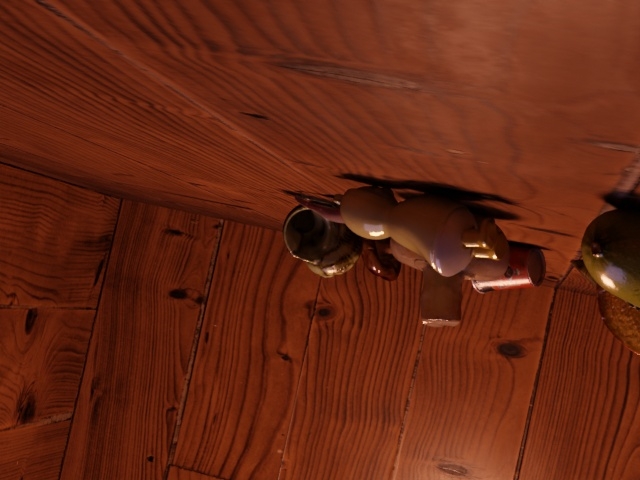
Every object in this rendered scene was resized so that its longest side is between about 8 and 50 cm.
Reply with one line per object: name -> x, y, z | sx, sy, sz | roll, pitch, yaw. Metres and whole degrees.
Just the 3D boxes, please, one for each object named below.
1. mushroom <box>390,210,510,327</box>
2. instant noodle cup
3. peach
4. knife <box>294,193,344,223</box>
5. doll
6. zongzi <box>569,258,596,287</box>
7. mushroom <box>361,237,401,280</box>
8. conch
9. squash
mushroom -> 0.227, 0.036, 1.592 | 0.206, 0.209, 0.206 | -13, -174, 1
instant noodle cup -> 0.418, 0.059, 2.044 | 0.136, 0.127, 0.127 | 0, 170, 39
peach -> 0.484, 0.079, 1.281 | 0.192, 0.190, 0.190 | 7, 178, -9
knife -> 0.058, -0.059, 1.847 | 0.123, 0.053, 0.278 | 7, -179, -27
doll -> 0.144, -0.032, 1.446 | 0.296, 0.117, 0.141 | 27, 179, 31
zongzi -> 0.674, 0.092, 1.882 | 0.248, 0.111, 0.241 | 7, -161, -34
mushroom -> 0.226, 0.026, 2.339 | 0.218, 0.148, 0.227 | -6, 177, 20
conch -> -0.001, 0.000, 2.043 | 0.187, 0.181, 0.124 | -11, -173, -19
squash -> 0.390, 0.017, 1.158 | 0.123, 0.123, 0.187 | 10, 173, 44
